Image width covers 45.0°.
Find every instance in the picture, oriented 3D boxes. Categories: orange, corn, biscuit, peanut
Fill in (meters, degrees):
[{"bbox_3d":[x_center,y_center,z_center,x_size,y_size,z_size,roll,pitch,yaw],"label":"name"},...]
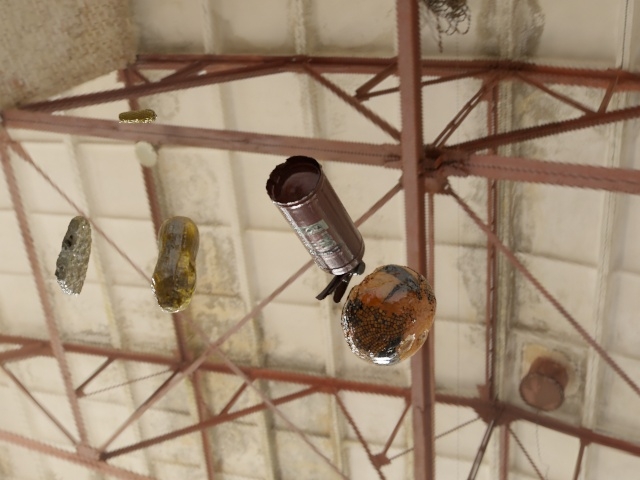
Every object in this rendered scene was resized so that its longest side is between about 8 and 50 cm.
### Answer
[{"bbox_3d":[0.153,0.169,1.716,0.182,0.234,0.234,25,-55,21],"label":"orange"},{"bbox_3d":[-0.375,-0.255,1.592,0.083,0.027,0.028,-2,-21,11],"label":"corn"},{"bbox_3d":[-0.644,0.049,2.016,0.040,0.188,0.265,14,-57,1],"label":"biscuit"},{"bbox_3d":[-0.278,0.045,1.484,0.087,0.206,0.087,0,-31,0],"label":"peanut"}]

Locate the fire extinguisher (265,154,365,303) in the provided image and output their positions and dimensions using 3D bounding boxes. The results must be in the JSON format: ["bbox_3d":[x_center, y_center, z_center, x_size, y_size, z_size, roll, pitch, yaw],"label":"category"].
[{"bbox_3d":[0.000,0.000,1.431,0.107,0.147,0.337,30,-18,38],"label":"fire extinguisher"}]
